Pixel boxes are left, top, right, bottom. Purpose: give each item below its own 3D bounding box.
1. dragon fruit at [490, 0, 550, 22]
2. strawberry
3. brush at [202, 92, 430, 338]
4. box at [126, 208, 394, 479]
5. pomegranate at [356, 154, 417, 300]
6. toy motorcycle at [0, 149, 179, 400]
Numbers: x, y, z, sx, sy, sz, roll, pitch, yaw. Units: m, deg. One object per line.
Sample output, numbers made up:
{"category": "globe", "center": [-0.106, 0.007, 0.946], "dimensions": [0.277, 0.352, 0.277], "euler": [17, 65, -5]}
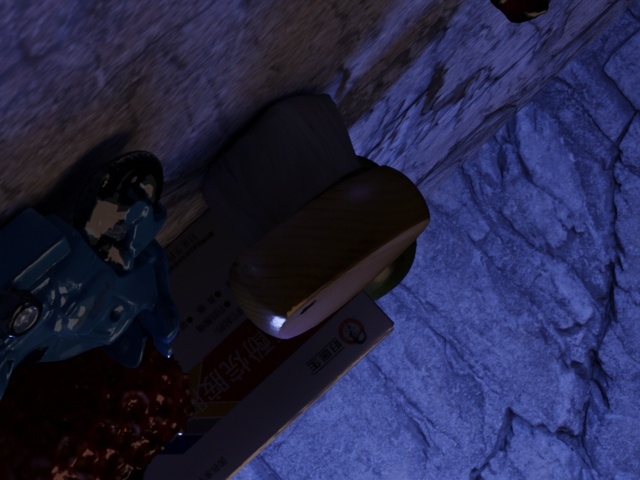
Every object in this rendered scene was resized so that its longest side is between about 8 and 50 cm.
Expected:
{"category": "dragon fruit", "center": [0.220, -0.335, 0.921], "dimensions": [0.329, 0.227, 0.286], "euler": [-24, 150, 27]}
{"category": "strawberry", "center": [-0.201, 0.114, 1.012], "dimensions": [0.236, 0.190, 0.111], "euler": [-77, 166, -69]}
{"category": "brush", "center": [-0.026, -0.020, 1.117], "dimensions": [0.174, 0.166, 0.267], "euler": [-44, 174, 22]}
{"category": "box", "center": [-0.124, 0.127, 1.293], "dimensions": [0.353, 0.214, 0.069], "euler": [-42, 176, 1]}
{"category": "pomegranate", "center": [0.000, 0.000, 1.485], "dimensions": [0.224, 0.181, 0.181], "euler": [-24, -179, 21]}
{"category": "toy motorcycle", "center": [-0.200, 0.062, 0.876], "dimensions": [0.272, 0.124, 0.182], "euler": [-42, 153, -22]}
